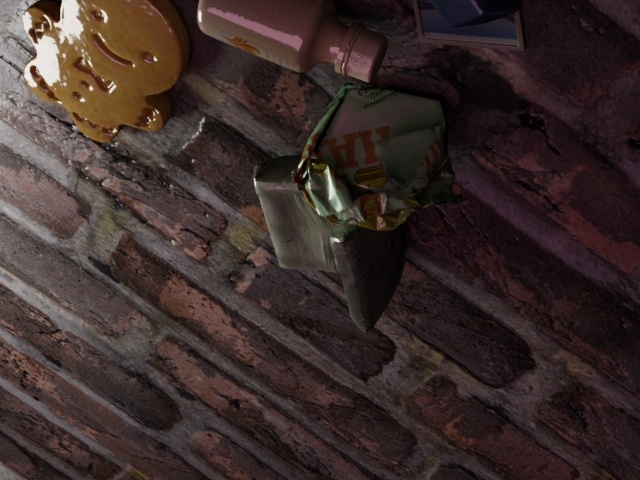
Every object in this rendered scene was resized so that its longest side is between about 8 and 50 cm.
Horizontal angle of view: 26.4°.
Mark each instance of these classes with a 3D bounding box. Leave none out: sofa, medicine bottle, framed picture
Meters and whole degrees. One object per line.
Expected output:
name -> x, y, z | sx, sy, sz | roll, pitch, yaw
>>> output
sofa -> 0.000, 0.000, 2.076 | 0.225, 0.176, 0.210 | 10, 137, 24
medicine bottle -> -0.034, -0.289, 1.834 | 0.252, 0.114, 0.114 | 23, 141, 10
framed picture -> 0.189, -0.296, 1.762 | 0.149, 0.011, 0.109 | 8, 136, 26

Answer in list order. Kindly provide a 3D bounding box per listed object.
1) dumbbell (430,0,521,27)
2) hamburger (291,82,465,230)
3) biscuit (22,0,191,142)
dumbbell -> 0.262, -0.352, 1.547 | 0.325, 0.160, 0.144 | -17, 91, 42
hamburger -> 0.091, -0.101, 1.887 | 0.235, 0.214, 0.125 | 20, 152, 5
biscuit -> -0.330, -0.278, 2.092 | 0.275, 0.052, 0.355 | 42, 141, -14
